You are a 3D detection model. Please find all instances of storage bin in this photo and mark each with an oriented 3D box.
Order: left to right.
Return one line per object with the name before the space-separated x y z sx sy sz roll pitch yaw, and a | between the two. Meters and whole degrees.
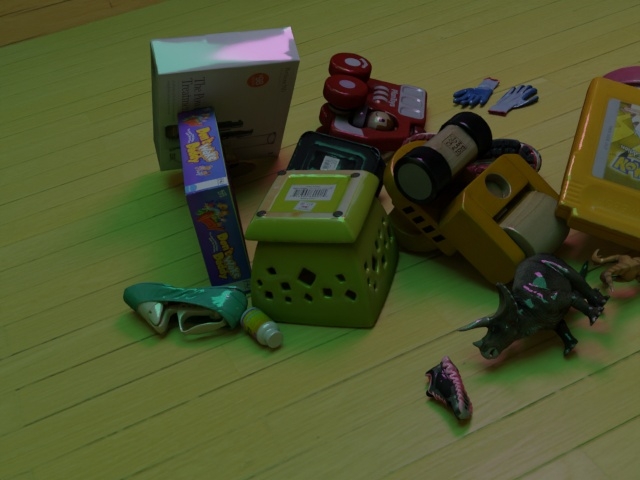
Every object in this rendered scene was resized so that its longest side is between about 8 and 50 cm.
storage bin | 0.033 -0.137 1.723 0.180 0.084 0.122 18 78 21

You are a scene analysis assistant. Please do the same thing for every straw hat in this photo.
straw hat | -0.217 -0.176 1.868 0.144 0.061 0.144 -15 -8 -2

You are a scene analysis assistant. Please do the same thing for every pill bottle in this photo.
pill bottle | -0.098 0.150 1.435 0.043 0.043 0.083 -27 37 -24

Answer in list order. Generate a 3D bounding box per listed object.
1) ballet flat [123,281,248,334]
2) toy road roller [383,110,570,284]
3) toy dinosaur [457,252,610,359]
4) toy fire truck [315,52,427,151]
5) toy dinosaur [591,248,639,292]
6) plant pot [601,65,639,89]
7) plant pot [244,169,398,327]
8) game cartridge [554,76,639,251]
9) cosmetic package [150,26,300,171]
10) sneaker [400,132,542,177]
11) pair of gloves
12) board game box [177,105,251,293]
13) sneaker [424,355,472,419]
ballet flat | -0.250 0.123 1.488 0.247 0.083 0.087 0 49 18
toy road roller | 0.259 -0.049 1.544 0.329 0.240 0.202 45 53 7
toy dinosaur | 0.364 0.076 1.335 0.160 0.121 0.313 35 49 13
toy fire truck | 0.126 -0.296 1.954 0.254 0.169 0.302 12 36 -1
toy dinosaur | 0.489 0.044 1.363 0.211 0.064 0.112 -4 1 -34
plant pot | 0.617 -0.211 1.665 0.201 0.201 0.180 6 52 22
plant pot | 0.000 0.000 1.486 0.228 0.207 0.227 1 36 19
game cartridge | 0.582 -0.123 1.485 0.285 0.053 0.324 19 59 7
cosmetic package | -0.212 -0.293 1.811 0.284 0.377 0.097 -11 68 -14
sneaker | 0.303 -0.155 1.739 0.299 0.121 0.112 8 9 27
pair of gloves | 0.429 -0.354 2.063 0.198 0.023 0.159 19 44 38
board game box | -0.206 -0.082 1.638 0.078 0.233 0.347 -13 34 -4
sneaker | 0.186 0.226 1.255 0.057 0.047 0.119 -28 31 10
